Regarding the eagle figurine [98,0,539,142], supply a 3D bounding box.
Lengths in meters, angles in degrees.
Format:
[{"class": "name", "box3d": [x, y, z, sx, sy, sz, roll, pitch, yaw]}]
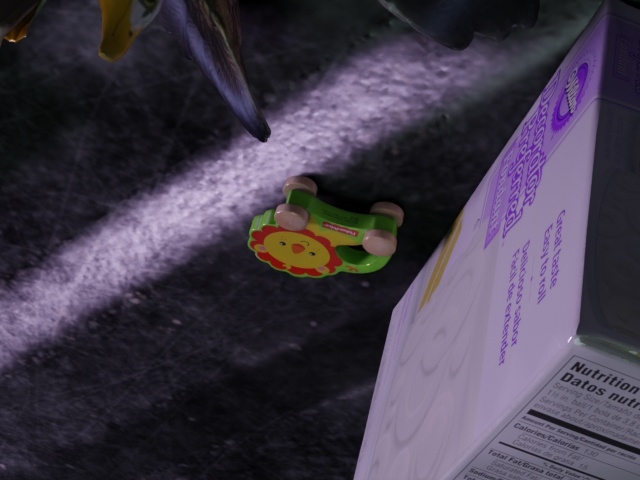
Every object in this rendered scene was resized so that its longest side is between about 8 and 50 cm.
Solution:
[{"class": "eagle figurine", "box3d": [-0.061, -0.176, 0.511, 0.226, 0.225, 0.298, 37, -167, 38]}]

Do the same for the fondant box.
[{"class": "fondant box", "box3d": [0.120, 0.060, 0.652, 0.096, 0.238, 0.330, 22, 140, -6]}]

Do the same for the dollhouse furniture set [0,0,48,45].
[{"class": "dollhouse furniture set", "box3d": [-0.226, -0.144, 0.653, 0.152, 0.076, 0.058, 22, 139, 7]}]

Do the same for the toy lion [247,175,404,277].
[{"class": "toy lion", "box3d": [0.000, 0.000, 0.786, 0.100, 0.034, 0.096, 16, 148, -2]}]
